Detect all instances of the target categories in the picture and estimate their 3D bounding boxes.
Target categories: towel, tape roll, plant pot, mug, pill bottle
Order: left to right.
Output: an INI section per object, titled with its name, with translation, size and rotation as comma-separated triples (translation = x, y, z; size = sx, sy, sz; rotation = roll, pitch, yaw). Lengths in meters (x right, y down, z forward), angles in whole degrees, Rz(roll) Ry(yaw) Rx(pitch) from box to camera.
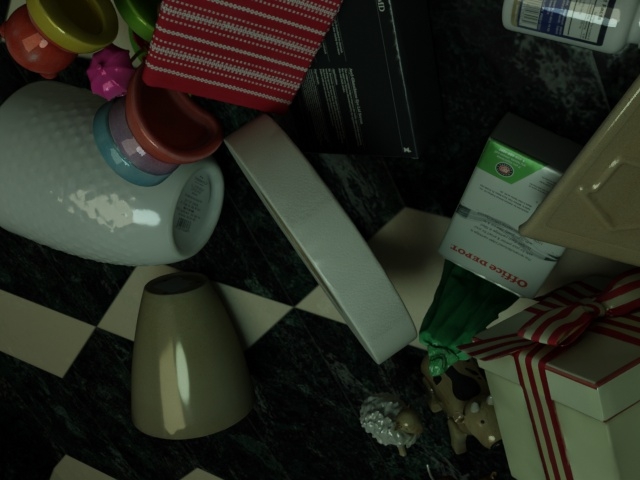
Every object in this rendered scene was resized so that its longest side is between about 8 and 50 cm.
[mug]
translation = -0.333, -0.079, 1.253
size = 0.328, 0.276, 0.374
rotation = 18, 163, 18
[plant pot]
translation = -0.273, 0.212, 1.458
size = 0.257, 0.256, 0.274
rotation = 6, 112, 31
[towel]
translation = -0.088, -0.264, 0.857
size = 0.199, 0.031, 0.275
rotation = 9, 142, -22
[tape roll]
translation = 0.000, 0.000, 1.028
size = 0.392, 0.072, 0.392
rotation = 55, 177, 5
[pill bottle]
translation = 0.291, -0.255, 0.776
size = 0.169, 0.094, 0.094
rotation = 21, 133, 19

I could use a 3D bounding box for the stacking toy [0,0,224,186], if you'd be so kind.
[stacking toy]
translation = -0.268, -0.237, 1.022
size = 0.130, 0.279, 0.309
rotation = -27, 107, 33

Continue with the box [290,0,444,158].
[box]
translation = 0.045, -0.246, 0.945
size = 0.184, 0.103, 0.261
rotation = 9, 129, 33

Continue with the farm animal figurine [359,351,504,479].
[farm animal figurine]
translation = 0.268, 0.262, 1.130
size = 0.327, 0.330, 0.172
rotation = 37, 149, 47

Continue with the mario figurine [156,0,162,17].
[mario figurine]
translation = -0.141, -0.406, 0.856
size = 0.198, 0.170, 0.320
rotation = 30, 130, -19

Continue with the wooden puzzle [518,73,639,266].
[wooden puzzle]
translation = 0.431, -0.084, 0.769
size = 0.322, 0.080, 0.348
rotation = 14, 141, -11

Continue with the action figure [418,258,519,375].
[action figure]
translation = 0.202, 0.106, 1.030
size = 0.137, 0.232, 0.063
rotation = 20, 134, 21

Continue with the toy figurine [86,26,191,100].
[toy figurine]
translation = -0.288, -0.256, 1.123
size = 0.130, 0.159, 0.173
rotation = 11, 130, 27

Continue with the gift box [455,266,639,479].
[gift box]
translation = 0.346, 0.186, 0.926
size = 0.276, 0.255, 0.258
rotation = 12, 121, 60

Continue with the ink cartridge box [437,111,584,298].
[ink cartridge box]
translation = 0.267, -0.042, 0.970
size = 0.153, 0.087, 0.208
rotation = 29, 134, 11
